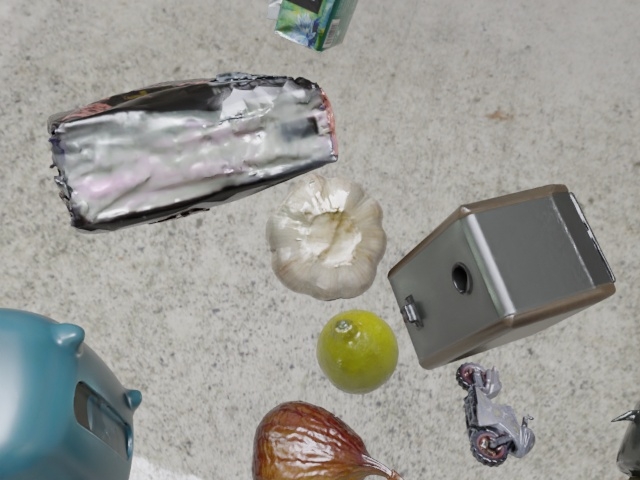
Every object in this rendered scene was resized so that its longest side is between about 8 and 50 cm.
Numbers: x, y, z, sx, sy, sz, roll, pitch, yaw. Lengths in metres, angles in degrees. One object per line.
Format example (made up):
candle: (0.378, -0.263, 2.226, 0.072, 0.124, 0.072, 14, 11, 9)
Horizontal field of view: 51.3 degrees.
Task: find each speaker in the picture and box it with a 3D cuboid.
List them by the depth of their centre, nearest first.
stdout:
speaker: (0.217, 0.051, 0.848, 0.192, 0.231, 0.153, -12, 72, -22)

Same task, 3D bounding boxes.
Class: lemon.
lemon: (0.080, 0.244, 1.472, 0.184, 0.248, 0.184, -7, 63, 15)

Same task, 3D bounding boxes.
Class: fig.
fig: (0.019, 0.266, 0.794, 0.201, 0.146, 0.134, 0, 86, 33)

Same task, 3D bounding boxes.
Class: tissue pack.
tissue pack: (-0.003, -0.253, 0.647, 0.079, 0.111, 0.085, 26, 28, 8)
tissue pack: (-0.305, 0.196, 0.676, 0.205, 0.287, 0.198, -13, 55, -1)
tissue pack: (-0.146, -0.099, 0.681, 0.244, 0.123, 0.332, -16, 17, -19)

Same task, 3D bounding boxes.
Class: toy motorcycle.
toy motorcycle: (0.316, 0.308, 1.204, 0.122, 0.080, 0.215, 8, 40, -7)

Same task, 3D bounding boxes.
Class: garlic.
garlic: (0.000, 0.000, 1.157, 0.218, 0.212, 0.219, 2, 82, -13)

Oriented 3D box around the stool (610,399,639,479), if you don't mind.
stool: (0.401, 0.254, 0.662, 0.227, 0.153, 0.139, 19, 76, 33)
